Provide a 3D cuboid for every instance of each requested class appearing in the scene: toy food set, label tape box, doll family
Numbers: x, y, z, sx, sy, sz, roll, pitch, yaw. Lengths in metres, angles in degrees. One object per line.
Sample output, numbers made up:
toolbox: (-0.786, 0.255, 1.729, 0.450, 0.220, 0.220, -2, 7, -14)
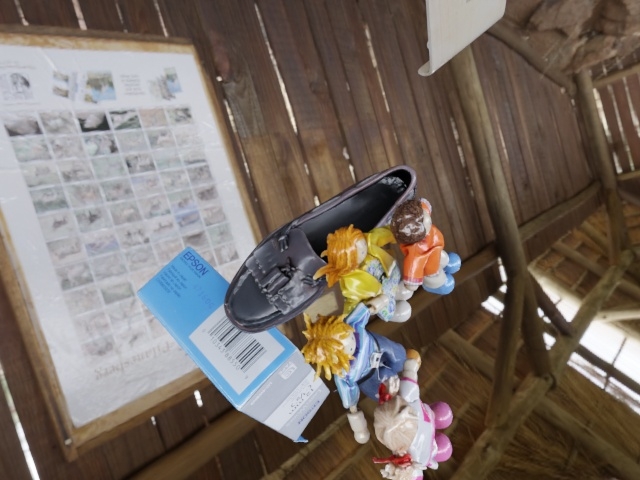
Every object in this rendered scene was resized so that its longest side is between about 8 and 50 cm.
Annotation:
toy food set: (0.277, -0.522, 0.953, 0.220, 0.092, 0.306, -39, 150, -6)
label tape box: (-0.116, 0.192, 0.765, 0.115, 0.249, 0.347, -46, 150, -13)
doll family: (0.049, 0.079, 0.420, 0.119, 0.262, 0.163, -5, 152, 28)

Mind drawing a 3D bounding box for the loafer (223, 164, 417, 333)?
loafer: (0.000, 0.000, 0.584, 0.303, 0.109, 0.095, -38, 172, -12)
